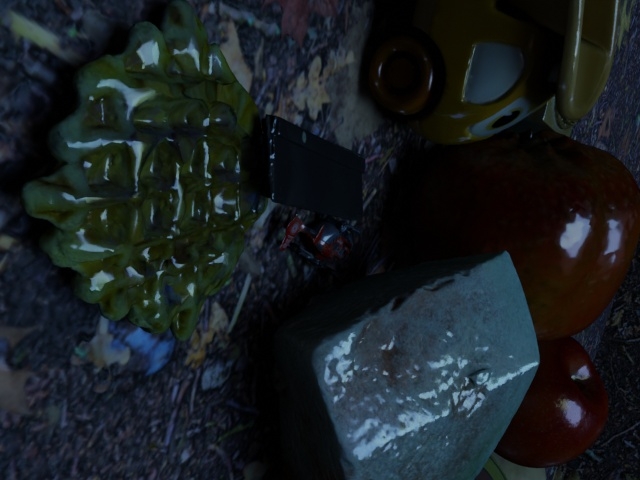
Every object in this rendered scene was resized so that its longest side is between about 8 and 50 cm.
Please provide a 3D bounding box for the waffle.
[{"bbox_3d":[-0.106,-0.039,0.478,0.204,0.054,0.223,-58,146,-23],"label":"waffle"}]

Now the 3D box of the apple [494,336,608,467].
[{"bbox_3d":[0.396,0.286,1.230,0.260,0.216,0.261,26,51,-36],"label":"apple"}]

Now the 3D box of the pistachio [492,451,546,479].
[{"bbox_3d":[0.348,0.513,1.331,0.214,0.193,0.318,48,48,-37],"label":"pistachio"}]

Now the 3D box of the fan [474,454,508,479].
[{"bbox_3d":[0.281,0.432,1.219,0.011,0.229,0.335,-43,-163,47],"label":"fan"}]

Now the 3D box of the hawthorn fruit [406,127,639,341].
[{"bbox_3d":[0.249,0.021,0.861,0.287,0.287,0.331,-26,125,-50],"label":"hawthorn fruit"}]

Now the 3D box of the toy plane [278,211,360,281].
[{"bbox_3d":[0.000,0.000,0.683,0.060,0.037,0.145,-61,152,0],"label":"toy plane"}]

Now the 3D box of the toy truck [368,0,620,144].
[{"bbox_3d":[0.193,-0.235,0.700,0.204,0.211,0.288,-16,121,-56],"label":"toy truck"}]

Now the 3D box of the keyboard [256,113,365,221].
[{"bbox_3d":[-0.002,-0.059,0.612,0.231,0.023,0.072,5,85,-69],"label":"keyboard"}]

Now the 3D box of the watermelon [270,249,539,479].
[{"bbox_3d":[0.049,0.151,0.680,0.258,0.228,0.387,33,85,-49],"label":"watermelon"}]

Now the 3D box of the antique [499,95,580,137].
[{"bbox_3d":[0.304,-0.228,0.950,0.152,0.147,0.147,8,95,-56],"label":"antique"}]
